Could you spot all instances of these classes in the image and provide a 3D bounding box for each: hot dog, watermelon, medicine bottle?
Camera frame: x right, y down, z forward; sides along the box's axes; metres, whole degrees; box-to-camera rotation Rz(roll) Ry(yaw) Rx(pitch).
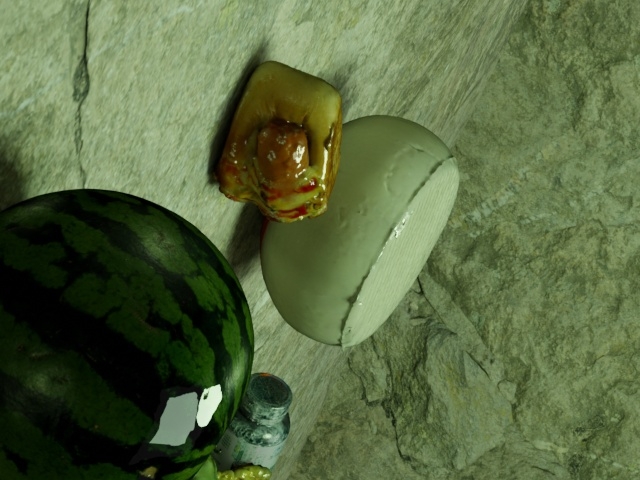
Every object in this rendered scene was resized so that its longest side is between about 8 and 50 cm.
[{"bbox_3d":[-0.049,-0.106,1.565,0.256,0.150,0.153,89,21,-70],"label":"hot dog"},{"bbox_3d":[-0.196,0.098,1.019,0.285,0.285,0.285,-58,169,-18],"label":"watermelon"},{"bbox_3d":[-0.146,0.398,2.415,0.141,0.141,0.293,-46,161,-55],"label":"medicine bottle"}]

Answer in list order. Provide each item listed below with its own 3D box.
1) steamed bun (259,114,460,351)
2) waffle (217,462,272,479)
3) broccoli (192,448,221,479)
[{"bbox_3d":[0.043,-0.031,1.896,0.374,0.241,0.374,-52,166,-19],"label":"steamed bun"},{"bbox_3d":[-0.225,0.524,2.312,0.282,0.058,0.300,-9,142,-36],"label":"waffle"},{"bbox_3d":[-0.216,0.394,1.755,0.247,0.246,0.288,-58,140,-4],"label":"broccoli"}]
